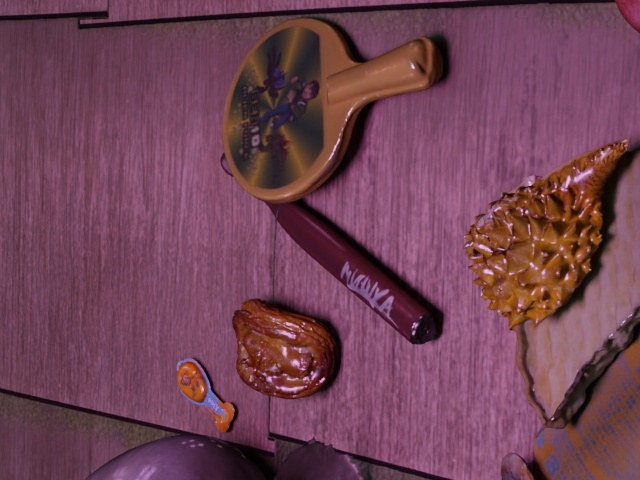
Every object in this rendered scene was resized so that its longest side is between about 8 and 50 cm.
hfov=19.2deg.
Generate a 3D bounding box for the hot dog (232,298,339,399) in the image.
[{"bbox_3d":[-0.047,0.114,2.031,0.147,0.065,0.099,20,116,42],"label":"hot dog"}]

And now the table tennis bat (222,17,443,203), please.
[{"bbox_3d":[0.005,-0.149,1.971,0.320,0.050,0.198,-16,69,46],"label":"table tennis bat"}]

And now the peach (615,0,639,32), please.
[{"bbox_3d":[0.312,-0.228,1.590,0.152,0.152,0.152,4,95,46],"label":"peach"}]

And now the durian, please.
[{"bbox_3d":[0.197,-0.019,1.701,0.224,0.078,0.140,-56,28,31],"label":"durian"}]

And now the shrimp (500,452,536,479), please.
[{"bbox_3d":[0.210,0.286,1.748,0.148,0.035,0.195,110,140,-72],"label":"shrimp"}]

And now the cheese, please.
[{"bbox_3d":[-0.133,0.175,2.158,0.111,0.017,0.047,43,124,35],"label":"cheese"}]

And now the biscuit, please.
[{"bbox_3d":[0.254,0.020,1.696,0.273,0.036,0.187,-56,33,31],"label":"biscuit"}]

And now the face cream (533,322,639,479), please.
[{"bbox_3d":[0.301,0.138,1.666,0.285,0.067,0.139,-55,50,34],"label":"face cream"}]

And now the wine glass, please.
[{"bbox_3d":[-0.112,0.320,1.998,0.323,0.238,0.238,-11,85,43],"label":"wine glass"}]

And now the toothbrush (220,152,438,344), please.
[{"bbox_3d":[-0.001,0.000,1.995,0.364,0.041,0.041,40,120,39],"label":"toothbrush"}]
